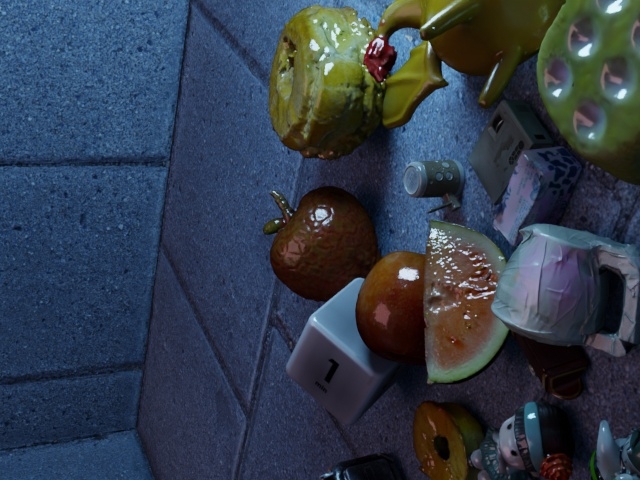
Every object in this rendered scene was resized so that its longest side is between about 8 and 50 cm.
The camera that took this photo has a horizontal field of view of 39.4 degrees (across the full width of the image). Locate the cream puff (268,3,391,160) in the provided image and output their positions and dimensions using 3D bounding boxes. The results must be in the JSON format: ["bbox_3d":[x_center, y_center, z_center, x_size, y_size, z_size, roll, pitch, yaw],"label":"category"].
[{"bbox_3d":[0.031,-0.333,1.903,0.343,0.231,0.327,-141,58,-64],"label":"cream puff"}]

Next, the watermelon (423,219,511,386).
[{"bbox_3d":[0.276,0.114,1.593,0.159,0.128,0.304,-5,70,21],"label":"watermelon"}]

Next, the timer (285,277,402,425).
[{"bbox_3d":[0.071,0.232,1.874,0.194,0.192,0.195,39,135,16],"label":"timer"}]

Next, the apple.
[{"bbox_3d":[0.173,0.132,1.700,0.218,0.218,0.201,-5,63,63],"label":"apple"}]

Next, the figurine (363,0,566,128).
[{"bbox_3d":[0.236,-0.355,1.457,0.387,0.268,0.401,-133,56,-71],"label":"figurine"}]

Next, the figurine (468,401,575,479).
[{"bbox_3d":[0.343,0.364,1.516,0.245,0.110,0.138,121,135,-56],"label":"figurine"}]

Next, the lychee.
[{"bbox_3d":[0.000,0.000,1.989,0.255,0.300,0.255,-52,8,11],"label":"lychee"}]

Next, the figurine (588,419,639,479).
[{"bbox_3d":[0.448,0.326,1.290,0.192,0.126,0.147,109,-179,-49],"label":"figurine"}]

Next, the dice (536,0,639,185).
[{"bbox_3d":[0.433,-0.219,1.109,0.227,0.233,0.238,66,148,33],"label":"dice"}]

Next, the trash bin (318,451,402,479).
[{"bbox_3d":[0.079,0.601,1.998,0.239,0.184,0.161,107,147,-46],"label":"trash bin"}]

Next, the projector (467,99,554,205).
[{"bbox_3d":[0.325,-0.150,1.526,0.115,0.061,0.147,65,147,34],"label":"projector"}]

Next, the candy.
[{"bbox_3d":[0.351,-0.070,1.453,0.073,0.092,0.160,55,141,44],"label":"candy"}]

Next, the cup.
[{"bbox_3d":[0.215,-0.103,1.709,0.074,0.099,0.102,0,93,64],"label":"cup"}]

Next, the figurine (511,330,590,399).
[{"bbox_3d":[0.373,0.199,1.470,0.098,0.082,0.154,98,154,-51],"label":"figurine"}]

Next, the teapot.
[{"bbox_3d":[0.373,0.068,1.351,0.221,0.163,0.178,36,118,57],"label":"teapot"}]

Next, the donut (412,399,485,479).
[{"bbox_3d":[0.255,0.393,1.719,0.190,0.074,0.174,16,108,63],"label":"donut"}]
